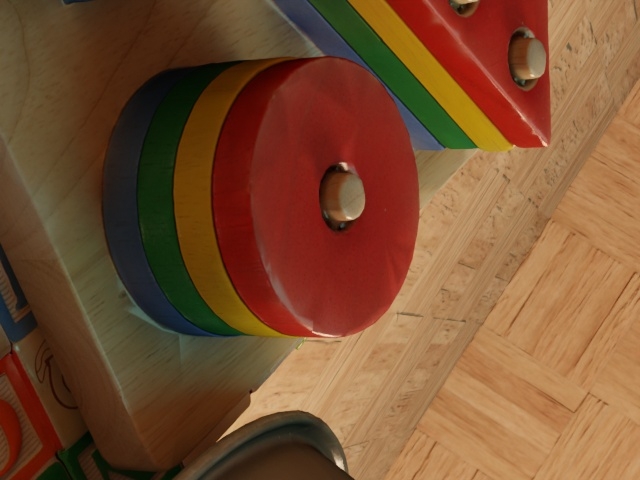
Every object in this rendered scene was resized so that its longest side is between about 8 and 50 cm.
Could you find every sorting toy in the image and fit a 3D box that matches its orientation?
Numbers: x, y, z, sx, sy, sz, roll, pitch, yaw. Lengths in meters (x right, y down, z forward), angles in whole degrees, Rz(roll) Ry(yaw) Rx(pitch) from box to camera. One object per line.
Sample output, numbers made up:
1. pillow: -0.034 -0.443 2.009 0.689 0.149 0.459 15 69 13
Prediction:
1. sorting toy: -0.009 -0.096 0.551 0.257 0.089 0.255 -45 124 -43

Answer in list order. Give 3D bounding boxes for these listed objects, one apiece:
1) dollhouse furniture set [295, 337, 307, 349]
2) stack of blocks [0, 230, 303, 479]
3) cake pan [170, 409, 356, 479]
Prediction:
1. dollhouse furniture set: 0.000 0.000 1.171 0.152 0.058 0.076 -57 -174 16
2. stack of blocks: -0.141 0.045 0.535 0.297 0.087 0.171 -46 126 -40
3. cake pan: -0.042 0.202 0.560 0.293 0.054 0.293 -52 155 -37
